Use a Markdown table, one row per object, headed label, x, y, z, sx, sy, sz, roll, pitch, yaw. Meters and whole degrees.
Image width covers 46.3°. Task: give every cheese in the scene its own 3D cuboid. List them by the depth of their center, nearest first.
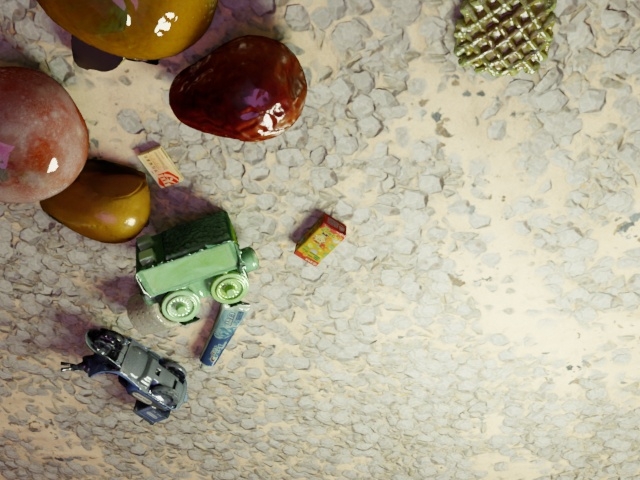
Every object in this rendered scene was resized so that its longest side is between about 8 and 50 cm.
| label | x | y | z | sx | sy | sz | roll | pitch | yaw |
| --- | --- | --- | --- | --- | --- | --- | --- | --- | --- |
| cheese | -0.383 | -0.354 | 1.403 | 0.162 | 0.036 | 0.086 | 9 | 129 | 0 |

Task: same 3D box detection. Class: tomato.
| label | x | y | z | sx | sy | sz | roll | pitch | yaw |
| --- | --- | --- | --- | --- | --- | --- | --- | --- | --- |
| tomato | -0.592 | -0.192 | 1.447 | 0.270 | 0.227 | 0.270 | -3 | 129 | -3 |

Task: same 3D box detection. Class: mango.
| label | x | y | z | sx | sy | sz | roll | pitch | yaw |
| --- | --- | --- | --- | --- | --- | --- | --- | --- | --- |
| mango | -0.482 | -0.071 | 1.604 | 0.236 | 0.136 | 0.166 | 17 | 136 | 1 |

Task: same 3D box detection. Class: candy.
| label | x | y | z | sx | sy | sz | roll | pitch | yaw |
| --- | --- | --- | --- | --- | --- | --- | --- | --- | --- |
| candy | 0.000 | 0.000 | 1.656 | 0.062 | 0.038 | 0.122 | 31 | 129 | -18 |

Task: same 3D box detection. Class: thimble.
| label | x | y | z | sx | sy | sz | roll | pitch | yaw |
| --- | --- | --- | --- | --- | --- | --- | --- | --- | --- |
| thimble | -0.405 | 0.172 | 1.828 | 0.090 | 0.102 | 0.115 | -17 | 156 | 21 |

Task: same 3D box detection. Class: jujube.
| label | x | y | z | sx | sy | sz | roll | pitch | yaw |
| --- | --- | --- | --- | --- | --- | --- | --- | --- | --- |
| jujube | -0.152 | -0.272 | 1.366 | 0.255 | 0.190 | 0.190 | 2 | 134 | 30 |

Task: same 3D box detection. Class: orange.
| label | x | y | z | sx | sy | sz | roll | pitch | yaw |
| --- | --- | --- | --- | --- | --- | --- | --- | --- | --- |
| orange | -0.340 | -0.443 | 1.245 | 0.334 | 0.196 | 0.262 | 31 | 115 | -9 |

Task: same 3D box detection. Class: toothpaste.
| label | x | y | z | sx | sy | sz | roll | pitch | yaw |
| --- | --- | --- | --- | --- | --- | --- | --- | --- | --- |
| toothpaste | -0.256 | 0.245 | 1.909 | 0.069 | 0.047 | 0.268 | 29 | 126 | 0 |

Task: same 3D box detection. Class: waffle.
| label | x | y | z | sx | sy | sz | roll | pitch | yaw |
| --- | --- | --- | --- | --- | --- | --- | --- | --- | --- |
| waffle | 0.316 | -0.364 | 1.290 | 0.169 | 0.036 | 0.183 | 5 | 131 | 6 |

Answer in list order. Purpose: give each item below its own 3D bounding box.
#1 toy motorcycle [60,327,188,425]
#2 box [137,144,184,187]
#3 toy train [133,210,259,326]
| label | x | y | z | sx | sy | sz | roll | pitch | yaw |
| --- | --- | --- | --- | --- | --- | --- | --- | --- | --- |
| toy motorcycle | -0.510 | 0.356 | 1.990 | 0.212 | 0.125 | 0.358 | -25 | 125 | 30 |
| box | -0.338 | -0.155 | 1.585 | 0.058 | 0.015 | 0.093 | -16 | 127 | 23 |
| toy train | -0.276 | 0.058 | 1.647 | 0.271 | 0.159 | 0.188 | -19 | 126 | -1 |
